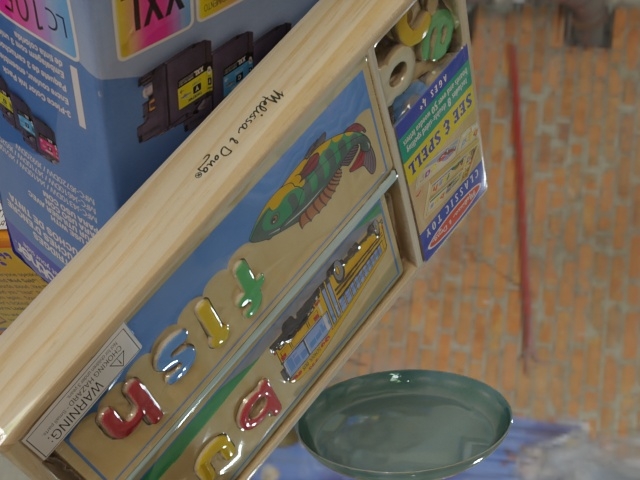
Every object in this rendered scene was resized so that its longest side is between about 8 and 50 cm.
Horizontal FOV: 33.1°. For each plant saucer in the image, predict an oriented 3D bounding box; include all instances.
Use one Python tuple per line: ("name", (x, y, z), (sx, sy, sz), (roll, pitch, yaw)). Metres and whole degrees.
("plant saucer", (0.123, 0.276, 1.588), (0.317, 0.317, 0.044), (-59, 146, -69))

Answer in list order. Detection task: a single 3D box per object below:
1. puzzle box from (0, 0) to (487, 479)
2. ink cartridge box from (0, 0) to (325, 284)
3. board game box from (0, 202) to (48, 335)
("puzzle box", (-0.031, 0.021, 0.721), (0.409, 0.052, 0.272), (-49, 151, -18))
("ink cartridge box", (-0.086, -0.106, 0.754), (0.270, 0.151, 0.395), (-37, 153, -30))
("board game box", (-0.241, -0.058, 1.136), (0.356, 0.356, 0.356), (47, 52, -45))
